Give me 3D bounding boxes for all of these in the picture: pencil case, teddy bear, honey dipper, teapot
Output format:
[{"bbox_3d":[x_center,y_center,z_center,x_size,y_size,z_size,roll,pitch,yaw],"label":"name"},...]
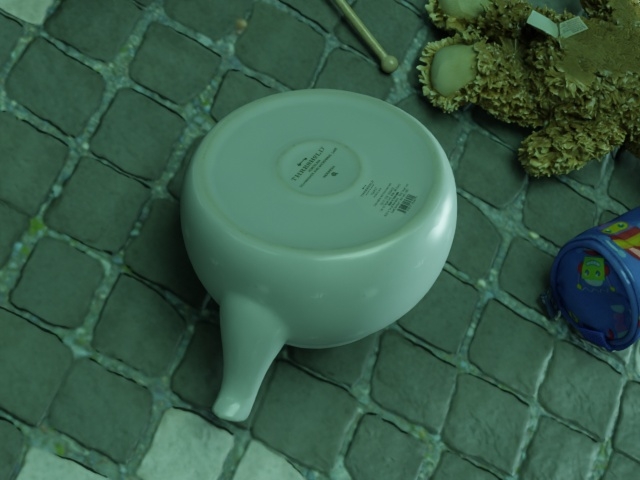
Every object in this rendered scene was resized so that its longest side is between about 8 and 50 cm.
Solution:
[{"bbox_3d":[0.372,0.017,1.482,0.306,0.119,0.133,-20,121,-30],"label":"pencil case"},{"bbox_3d":[0.259,-0.171,1.527,0.338,0.113,0.245,0,63,-17],"label":"teddy bear"},{"bbox_3d":[0.026,-0.234,1.475,0.160,0.030,0.030,50,59,-2],"label":"honey dipper"},{"bbox_3d":[0.000,0.000,1.287,0.256,0.187,0.252,-12,47,-11],"label":"teapot"}]

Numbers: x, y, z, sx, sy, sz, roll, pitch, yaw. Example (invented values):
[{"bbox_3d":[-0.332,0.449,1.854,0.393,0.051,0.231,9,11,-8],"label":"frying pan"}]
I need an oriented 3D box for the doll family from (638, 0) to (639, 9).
[{"bbox_3d":[0.429,-0.331,1.647,0.163,0.118,0.263,47,59,-1],"label":"doll family"}]
